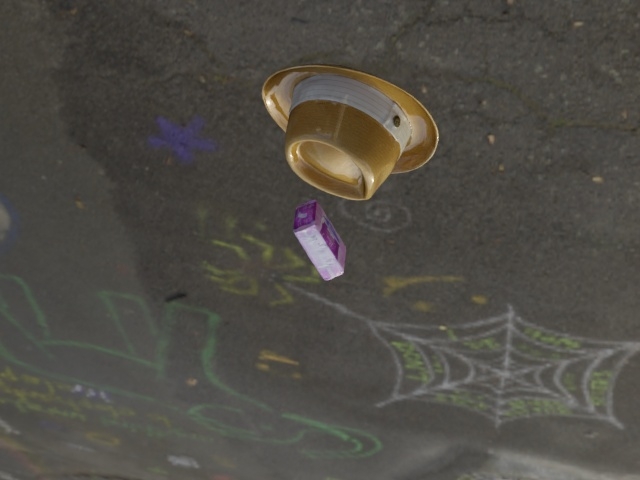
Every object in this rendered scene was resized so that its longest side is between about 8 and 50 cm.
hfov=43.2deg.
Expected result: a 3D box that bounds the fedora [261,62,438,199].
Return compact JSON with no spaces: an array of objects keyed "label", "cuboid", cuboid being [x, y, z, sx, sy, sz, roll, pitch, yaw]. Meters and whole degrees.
[{"label":"fedora","cuboid":[0.022,-0.098,0.816,0.194,0.079,0.194,15,159,6]}]

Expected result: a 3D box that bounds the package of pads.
[{"label":"package of pads","cuboid":[0.000,0.000,0.925,0.032,0.050,0.083,-19,127,18]}]
